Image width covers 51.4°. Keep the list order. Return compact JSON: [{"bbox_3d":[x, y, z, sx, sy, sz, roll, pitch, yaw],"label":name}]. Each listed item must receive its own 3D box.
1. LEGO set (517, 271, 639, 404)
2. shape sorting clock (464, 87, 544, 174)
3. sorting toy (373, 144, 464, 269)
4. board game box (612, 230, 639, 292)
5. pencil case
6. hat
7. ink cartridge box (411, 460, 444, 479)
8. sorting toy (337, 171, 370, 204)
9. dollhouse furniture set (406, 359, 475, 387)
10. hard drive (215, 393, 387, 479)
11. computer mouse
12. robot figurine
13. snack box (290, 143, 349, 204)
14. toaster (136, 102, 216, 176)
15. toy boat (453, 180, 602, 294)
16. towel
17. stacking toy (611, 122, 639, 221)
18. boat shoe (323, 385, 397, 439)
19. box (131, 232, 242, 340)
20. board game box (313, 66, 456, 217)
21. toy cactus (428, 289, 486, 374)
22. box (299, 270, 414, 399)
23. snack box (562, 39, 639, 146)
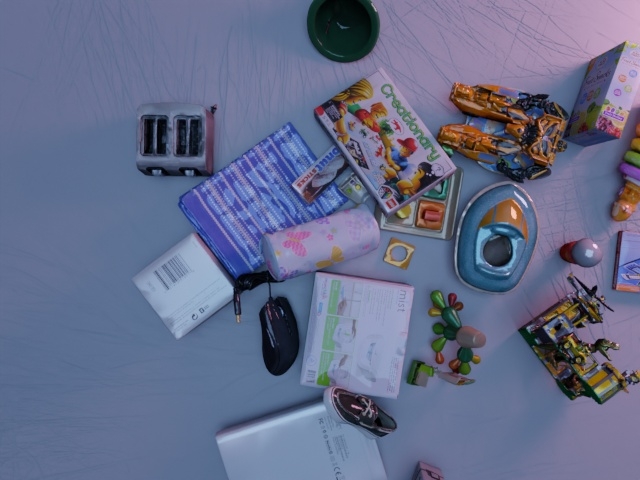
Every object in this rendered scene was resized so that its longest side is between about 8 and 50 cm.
[{"bbox_3d":[0.596,0.217,1.470,0.192,0.331,0.255,-35,70,-1],"label":"LEGO set"},{"bbox_3d":[0.446,-0.261,1.586,0.206,0.040,0.206,0,90,1],"label":"shape sorting clock"},{"bbox_3d":[0.234,-0.101,1.584,0.196,0.047,0.347,9,91,0],"label":"sorting toy"},{"bbox_3d":[0.850,0.062,1.593,0.281,0.027,0.145,6,89,0],"label":"board game box"},{"bbox_3d":[0.000,0.000,1.522,0.273,0.113,0.124,-19,58,-16],"label":"pencil case"},{"bbox_3d":[0.067,-0.562,1.595,0.173,0.183,0.208,8,132,7],"label":"hat"},{"bbox_3d":[0.240,0.592,1.537,0.063,0.150,0.109,22,90,4],"label":"ink cartridge box"},{"bbox_3d":[0.093,-0.126,1.589,0.083,0.045,0.075,-42,99,-2],"label":"sorting toy"},{"bbox_3d":[0.274,0.327,1.543,0.152,0.076,0.058,13,87,42],"label":"dollhouse furniture set"},{"bbox_3d":[-0.043,0.509,1.570,0.353,0.047,0.233,-17,96,-3],"label":"hard drive"},{"bbox_3d":[-0.117,0.190,1.524,0.060,0.184,0.261,-3,91,40],"label":"computer mouse"},{"bbox_3d":[0.425,-0.252,1.523,0.291,0.085,0.211,16,94,4],"label":"robot figurine"},{"bbox_3d":[0.012,-0.165,1.572,0.064,0.022,0.178,46,74,-4],"label":"snack box"},{"bbox_3d":[-0.335,-0.239,1.554,0.168,0.110,0.185,1,90,-1],"label":"toaster"},{"bbox_3d":[0.474,0.003,1.533,0.318,0.148,0.267,10,90,0],"label":"toy boat"},{"bbox_3d":[-0.135,-0.094,1.566,0.336,0.040,0.243,-37,91,-9],"label":"towel"},{"bbox_3d":[0.767,-0.177,1.547,0.166,0.175,0.301,29,104,0],"label":"stacking toy"},{"bbox_3d":[0.091,0.376,1.475,0.070,0.219,0.077,-23,46,30],"label":"boat shoe"},{"bbox_3d":[-0.306,0.104,1.550,0.181,0.119,0.182,-37,91,0],"label":"box"},{"bbox_3d":[0.147,-0.229,1.547,0.193,0.053,0.305,-34,80,-6],"label":"board game box"},{"bbox_3d":[0.323,0.217,1.528,0.112,0.180,0.218,-13,95,-20],"label":"toy cactus"},{"bbox_3d":[0.083,0.214,1.546,0.231,0.127,0.261,7,91,0],"label":"box"},{"bbox_3d":[0.649,-0.329,1.518,0.070,0.174,0.207,21,89,-3],"label":"snack box"}]
